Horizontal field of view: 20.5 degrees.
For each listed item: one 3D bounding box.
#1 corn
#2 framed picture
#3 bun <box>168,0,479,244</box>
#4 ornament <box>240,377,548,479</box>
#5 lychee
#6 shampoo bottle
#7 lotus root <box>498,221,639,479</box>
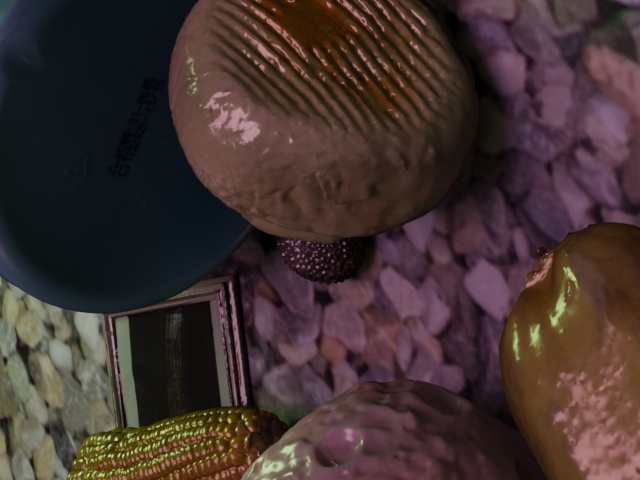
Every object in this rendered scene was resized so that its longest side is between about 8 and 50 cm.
[{"bbox_3d":[-0.126,0.201,1.565,0.291,0.101,0.101,-18,79,46],"label":"corn"},{"bbox_3d":[-0.131,0.187,1.656,0.231,0.018,0.293,-13,82,51],"label":"framed picture"},{"bbox_3d":[0.005,-0.096,1.324,0.244,0.244,0.153,58,155,31],"label":"bun"},{"bbox_3d":[0.054,0.230,1.240,0.225,0.259,0.259,47,130,18],"label":"ornament"},{"bbox_3d":[0.000,0.000,1.439,0.083,0.068,0.067,53,172,31],"label":"lychee"},{"bbox_3d":[-0.236,-0.144,1.509,0.342,0.331,0.331,30,116,46],"label":"shampoo bottle"},{"bbox_3d":[0.232,0.138,1.085,0.169,0.151,0.343,-49,57,27],"label":"lotus root"}]
